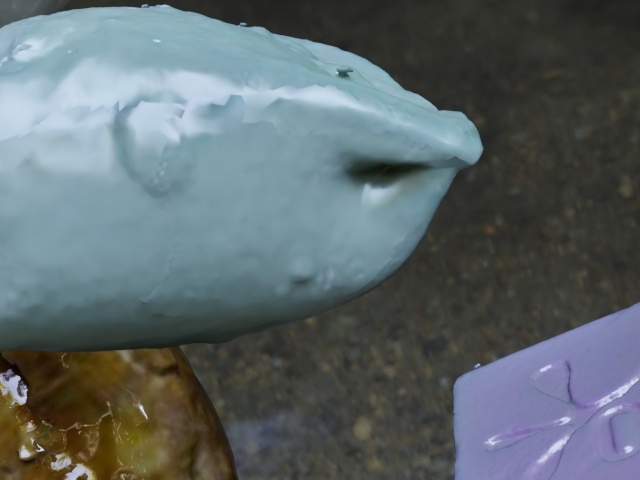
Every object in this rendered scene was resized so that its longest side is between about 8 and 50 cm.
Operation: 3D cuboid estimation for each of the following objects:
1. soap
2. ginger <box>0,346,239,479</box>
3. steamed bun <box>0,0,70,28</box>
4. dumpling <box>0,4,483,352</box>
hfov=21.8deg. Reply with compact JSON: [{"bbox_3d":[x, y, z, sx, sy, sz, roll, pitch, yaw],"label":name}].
[{"bbox_3d":[0.242,0.144,1.156,0.296,0.107,0.285,-24,19,12],"label":"soap"},{"bbox_3d":[-0.140,0.127,1.022,0.165,0.172,0.321,-37,85,12],"label":"ginger"},{"bbox_3d":[-0.367,-0.265,1.295,0.310,0.324,0.219,-15,9,18],"label":"steamed bun"},{"bbox_3d":[-0.058,-0.038,0.543,0.217,0.105,0.149,-6,62,3],"label":"dumpling"}]
